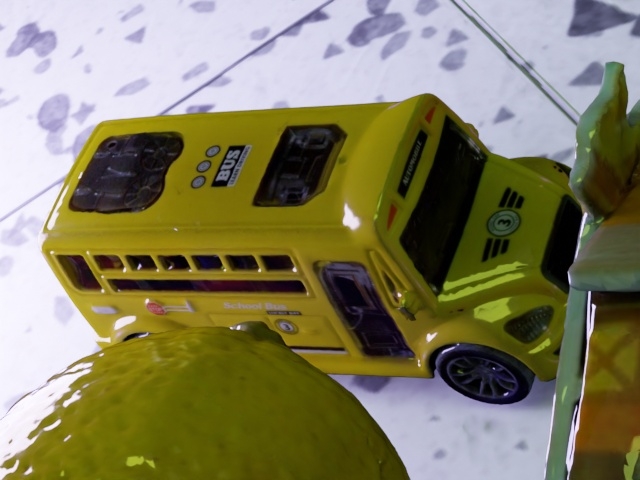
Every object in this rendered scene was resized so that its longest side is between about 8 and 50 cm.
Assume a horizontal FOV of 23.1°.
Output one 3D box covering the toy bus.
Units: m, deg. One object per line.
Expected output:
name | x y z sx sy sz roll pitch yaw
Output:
toy bus | 0.000 0.000 0.953 0.331 0.151 0.145 -1 49 30

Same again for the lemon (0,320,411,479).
lemon | -0.072 0.176 0.773 0.267 0.267 0.267 -16 45 17

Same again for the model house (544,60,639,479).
model house | 0.241 0.060 0.609 0.242 0.357 0.313 -2 61 33
